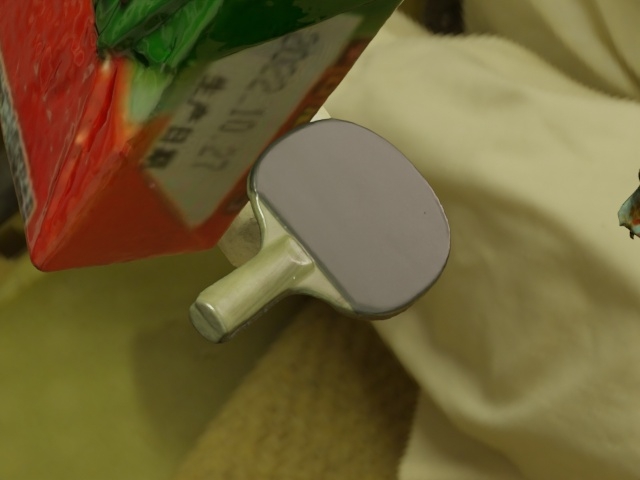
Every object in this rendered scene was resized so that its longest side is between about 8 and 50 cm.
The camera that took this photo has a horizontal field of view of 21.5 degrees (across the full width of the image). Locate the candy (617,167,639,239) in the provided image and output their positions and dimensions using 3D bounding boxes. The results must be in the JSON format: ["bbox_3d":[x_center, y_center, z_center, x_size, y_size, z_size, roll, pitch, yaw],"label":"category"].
[{"bbox_3d":[0.204,0.012,0.814,0.182,0.046,0.053,41,107,44],"label":"candy"}]

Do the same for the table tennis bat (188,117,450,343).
[{"bbox_3d":[0.000,0.000,1.060,0.022,0.138,0.246,-44,-4,41],"label":"table tennis bat"}]

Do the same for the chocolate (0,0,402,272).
[{"bbox_3d":[-0.112,-0.207,1.238,0.341,0.161,0.360,-50,45,36],"label":"chocolate"}]

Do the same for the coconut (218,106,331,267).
[{"bbox_3d":[-0.051,-0.067,1.615,0.171,0.171,0.183,-32,72,0],"label":"coconut"}]
